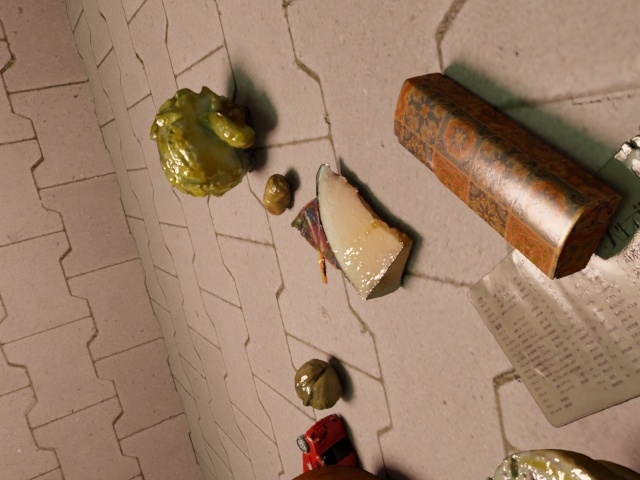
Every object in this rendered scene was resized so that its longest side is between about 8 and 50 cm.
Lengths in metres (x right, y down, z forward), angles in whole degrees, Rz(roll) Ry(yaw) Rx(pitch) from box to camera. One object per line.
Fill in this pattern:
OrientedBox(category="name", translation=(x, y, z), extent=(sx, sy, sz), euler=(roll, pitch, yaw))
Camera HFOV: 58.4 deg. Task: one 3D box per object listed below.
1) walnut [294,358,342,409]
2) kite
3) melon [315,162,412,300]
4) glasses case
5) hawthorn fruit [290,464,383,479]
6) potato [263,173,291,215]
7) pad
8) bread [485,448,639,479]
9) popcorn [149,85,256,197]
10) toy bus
OrientedBox(category="walnut", translation=(-0.004, 0.241, 0.958), extent=(0.092, 0.092, 0.092), euler=(41, 141, 46))
OrientedBox(category="kite", translation=(0.000, 0.000, 0.871), extent=(0.190, 0.010, 0.159), euler=(45, 145, 45))
OrientedBox(category="melon", translation=(0.042, -0.016, 0.734), extent=(0.182, 0.054, 0.097), euler=(49, 140, 37))
OrientedBox(category="glasses case", translation=(0.144, -0.064, 0.495), extent=(0.218, 0.049, 0.075), euler=(52, 147, 40))
OrientedBox(category="hawthorn fruit", translation=(0.023, 0.469, 0.858), extent=(0.301, 0.268, 0.267), euler=(-146, 44, -62))
OrientedBox(category="potato", translation=(-0.069, -0.076, 0.916), extent=(0.045, 0.046, 0.092), euler=(20, 150, 4))
OrientedBox(category="pad", translation=(0.224, 0.055, 0.478), extent=(0.159, 0.009, 0.265), euler=(60, 152, 21))
OrientedBox(category="bread", translation=(0.244, 0.254, 0.417), extent=(0.261, 0.156, 0.158), euler=(42, 122, 24))
OrientedBox(category="popcorn", translation=(-0.183, -0.164, 0.958), extent=(0.213, 0.198, 0.197), euler=(-24, 84, 39))
OrientedBox(category="toy bus", translation=(0.017, 0.405, 1.023), extent=(0.089, 0.081, 0.195), euler=(31, 133, 40))
